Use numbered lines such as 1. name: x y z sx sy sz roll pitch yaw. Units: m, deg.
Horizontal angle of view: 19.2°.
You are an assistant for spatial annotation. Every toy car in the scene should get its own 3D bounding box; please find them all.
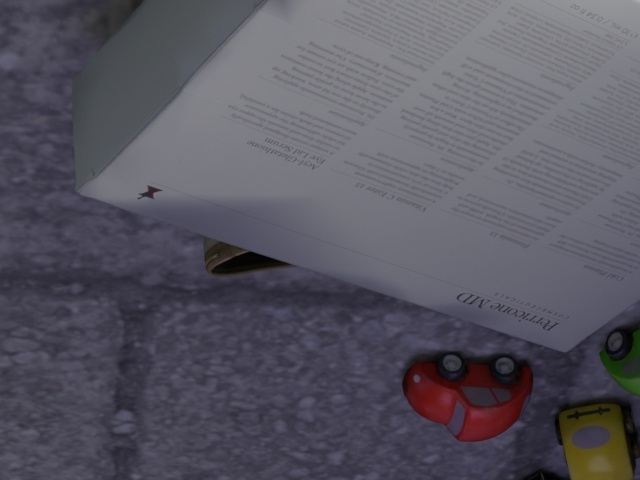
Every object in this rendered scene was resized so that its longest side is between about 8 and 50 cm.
1. toy car: 0.211 0.116 1.419 0.239 0.053 0.225 25 136 -33

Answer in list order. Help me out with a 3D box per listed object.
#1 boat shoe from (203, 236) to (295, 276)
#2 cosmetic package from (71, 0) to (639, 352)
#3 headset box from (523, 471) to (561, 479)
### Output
1. boat shoe: -0.001 -0.001 1.246 0.153 0.048 0.056 -1 145 -2
2. cosmetic package: 0.091 -0.080 1.081 0.377 0.097 0.284 19 136 -33
3. headset box: 0.217 0.345 1.672 0.283 0.131 0.246 24 136 -32
